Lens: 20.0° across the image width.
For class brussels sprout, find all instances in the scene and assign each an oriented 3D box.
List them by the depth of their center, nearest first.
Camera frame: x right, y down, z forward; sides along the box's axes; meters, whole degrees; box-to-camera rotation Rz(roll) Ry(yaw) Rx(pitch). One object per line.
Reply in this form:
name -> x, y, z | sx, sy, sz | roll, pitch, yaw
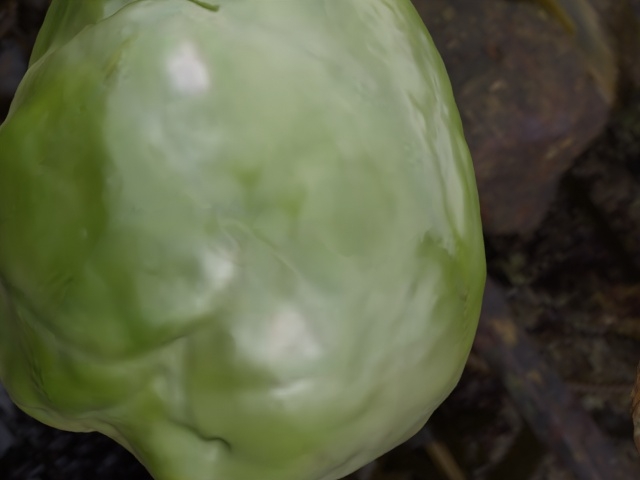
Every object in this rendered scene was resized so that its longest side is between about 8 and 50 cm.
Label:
brussels sprout -> -0.048, -0.006, 0.875 | 0.242, 0.317, 0.274 | -5, 28, -15

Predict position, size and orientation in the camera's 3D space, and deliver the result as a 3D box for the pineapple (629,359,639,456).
pineapple -> 0.290, 0.061, 0.866 | 0.157, 0.278, 0.158 | 31, 44, -34
